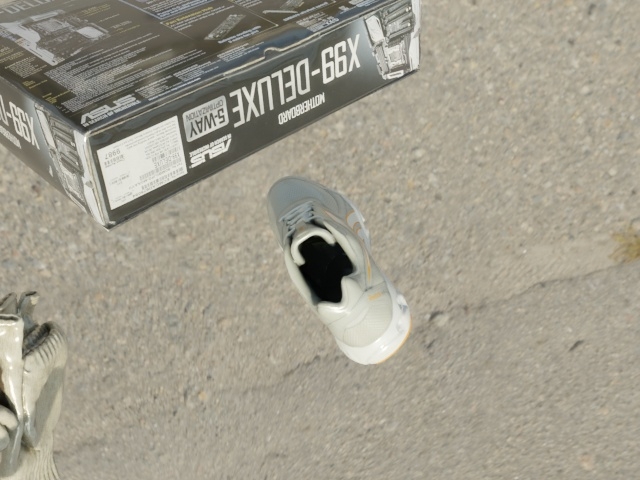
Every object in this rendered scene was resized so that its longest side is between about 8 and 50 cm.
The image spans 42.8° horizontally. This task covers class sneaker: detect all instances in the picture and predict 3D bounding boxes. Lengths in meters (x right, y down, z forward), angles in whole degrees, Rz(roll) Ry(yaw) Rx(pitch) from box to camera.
[{"bbox_3d":[0.000,0.000,0.838,0.099,0.121,0.262,-38,47,4],"label":"sneaker"}]

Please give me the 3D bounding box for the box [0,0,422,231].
[{"bbox_3d":[-0.110,-0.153,0.654,0.307,0.076,0.242,-32,46,-31],"label":"box"}]

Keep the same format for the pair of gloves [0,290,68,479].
[{"bbox_3d":[-0.231,0.150,0.566,0.042,0.240,0.204,2,100,7],"label":"pair of gloves"}]
